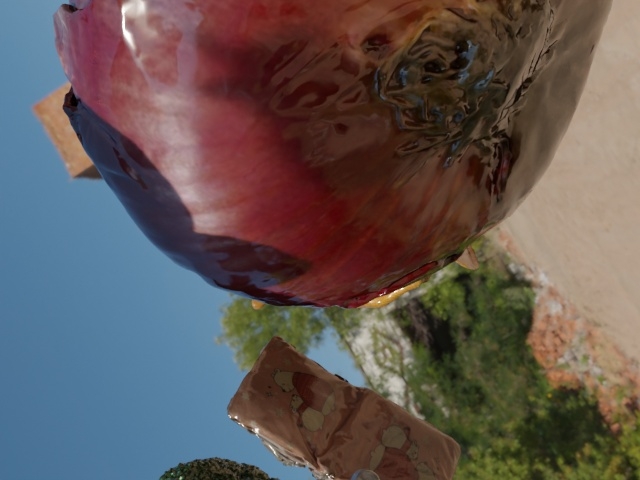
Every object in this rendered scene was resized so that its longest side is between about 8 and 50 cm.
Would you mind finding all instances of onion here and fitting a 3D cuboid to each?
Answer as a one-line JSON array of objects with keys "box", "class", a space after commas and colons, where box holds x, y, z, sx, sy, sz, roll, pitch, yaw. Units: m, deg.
[{"box": [0.005, -0.140, 0.441, 0.285, 0.347, 0.347, 34, 170, 37], "class": "onion"}]

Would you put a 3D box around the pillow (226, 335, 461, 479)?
[{"box": [0.027, 0.208, 0.800, 0.248, 0.049, 0.135, 29, -143, 3], "class": "pillow"}]

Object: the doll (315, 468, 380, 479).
[{"box": [-0.060, 0.199, 0.432, 0.114, 0.227, 0.057, 62, 165, 17], "class": "doll"}]

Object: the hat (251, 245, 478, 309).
[{"box": [0.000, 0.000, 0.820, 0.244, 0.233, 0.233, 30, -154, -45], "class": "hat"}]

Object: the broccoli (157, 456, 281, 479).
[{"box": [-0.121, 0.360, 0.791, 0.270, 0.270, 0.270, 51, -153, -48], "class": "broccoli"}]
